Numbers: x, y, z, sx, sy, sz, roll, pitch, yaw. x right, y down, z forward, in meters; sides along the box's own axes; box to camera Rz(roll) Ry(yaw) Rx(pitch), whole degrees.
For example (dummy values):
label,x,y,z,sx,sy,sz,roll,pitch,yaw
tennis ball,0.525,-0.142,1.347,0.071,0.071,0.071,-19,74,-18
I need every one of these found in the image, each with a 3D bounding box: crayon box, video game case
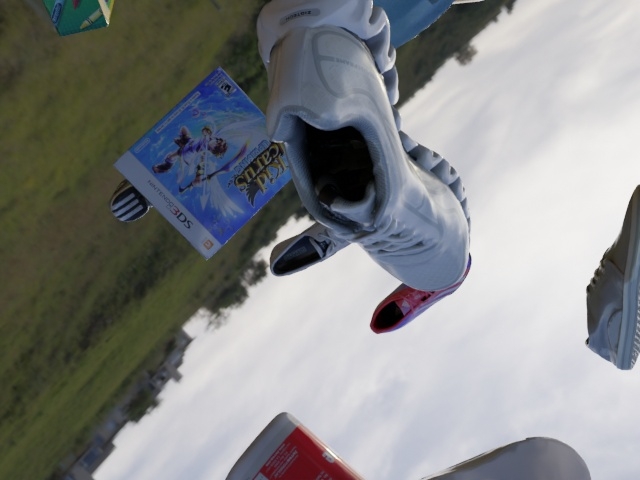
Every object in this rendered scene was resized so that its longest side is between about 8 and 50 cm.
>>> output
label,x,y,z,sx,sy,sz,roll,pitch,yaw
crayon box,-0.380,-0.461,1.140,0.081,0.165,0.278,-11,-136,3
video game case,-0.202,-0.143,1.377,0.269,0.244,0.061,-45,-169,-9

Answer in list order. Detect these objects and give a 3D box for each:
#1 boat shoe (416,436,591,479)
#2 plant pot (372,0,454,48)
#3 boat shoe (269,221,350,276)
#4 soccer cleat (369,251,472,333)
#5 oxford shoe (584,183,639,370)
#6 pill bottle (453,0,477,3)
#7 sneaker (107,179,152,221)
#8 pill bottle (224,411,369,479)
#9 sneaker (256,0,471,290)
label,x,y,z,sx,sy,sz,roll,pitch,yaw
boat shoe,0.217,0.365,1.048,0.340,0.127,0.158,0,157,-31
plant pot,0.070,-0.417,0.938,0.293,0.196,0.293,-39,-147,33
boat shoe,0.000,0.000,1.645,0.267,0.096,0.088,-25,-162,10
soccer cleat,0.247,0.129,1.830,0.318,0.109,0.116,-43,173,29
oxford shoe,0.651,0.085,1.607,0.130,0.449,0.169,18,-143,34
pill bottle,0.186,-0.396,1.046,0.208,0.118,0.117,-10,-171,-11
sneaker,-0.342,-0.125,1.520,0.228,0.086,0.132,-32,-157,-21
pill bottle,0.000,0.600,1.669,0.229,0.407,0.229,-49,169,-12
sneaker,0.037,-0.036,0.536,0.110,0.292,0.118,-16,-132,22
